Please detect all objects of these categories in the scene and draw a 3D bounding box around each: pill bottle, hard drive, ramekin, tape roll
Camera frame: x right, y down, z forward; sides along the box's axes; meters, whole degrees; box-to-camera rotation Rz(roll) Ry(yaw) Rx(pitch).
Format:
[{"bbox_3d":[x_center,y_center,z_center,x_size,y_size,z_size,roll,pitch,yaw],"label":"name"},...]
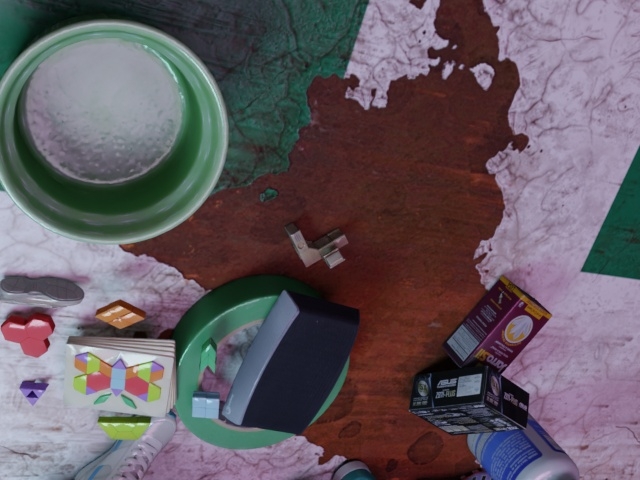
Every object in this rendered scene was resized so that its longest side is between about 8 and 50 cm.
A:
[{"bbox_3d":[0.431,0.468,1.762,0.152,0.272,0.152,-10,120,-18],"label":"pill bottle"},{"bbox_3d":[-0.044,0.216,1.453,0.172,0.054,0.254,18,109,-30],"label":"hard drive"},{"bbox_3d":[-0.286,-0.160,1.163,0.303,0.148,0.303,-7,117,-15],"label":"ramekin"},{"bbox_3d":[-0.109,0.216,1.506,0.321,0.077,0.321,-11,121,-18],"label":"tape roll"}]

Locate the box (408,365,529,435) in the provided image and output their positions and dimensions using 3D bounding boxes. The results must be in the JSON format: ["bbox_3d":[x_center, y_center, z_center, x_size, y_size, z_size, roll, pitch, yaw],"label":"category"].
[{"bbox_3d":[0.289,0.315,1.673,0.147,0.180,0.077,34,55,-33],"label":"box"}]

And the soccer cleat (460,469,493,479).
[{"bbox_3d":[0.308,0.562,1.867,0.248,0.095,0.083,1,116,-24],"label":"soccer cleat"}]

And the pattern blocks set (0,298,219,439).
[{"bbox_3d":[-0.323,0.216,1.375,0.325,0.026,0.285,-4,124,0],"label":"pattern blocks set"}]

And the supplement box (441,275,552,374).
[{"bbox_3d":[0.345,0.178,1.681,0.104,0.081,0.188,32,101,-34],"label":"supplement box"}]

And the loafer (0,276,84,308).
[{"bbox_3d":[-0.428,0.083,1.316,0.125,0.045,0.039,9,136,-22],"label":"loafer"}]

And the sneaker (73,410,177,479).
[{"bbox_3d":[-0.330,0.388,1.492,0.228,0.092,0.087,-47,123,4],"label":"sneaker"}]

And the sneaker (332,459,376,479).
[{"bbox_3d":[0.130,0.601,1.759,0.124,0.178,0.295,-30,125,-6],"label":"sneaker"}]

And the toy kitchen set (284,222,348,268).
[{"bbox_3d":[0.000,0.000,1.439,0.083,0.068,0.075,-30,125,-6],"label":"toy kitchen set"}]
